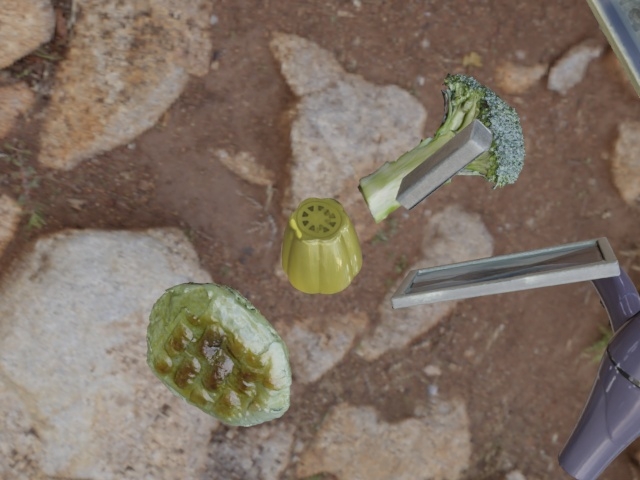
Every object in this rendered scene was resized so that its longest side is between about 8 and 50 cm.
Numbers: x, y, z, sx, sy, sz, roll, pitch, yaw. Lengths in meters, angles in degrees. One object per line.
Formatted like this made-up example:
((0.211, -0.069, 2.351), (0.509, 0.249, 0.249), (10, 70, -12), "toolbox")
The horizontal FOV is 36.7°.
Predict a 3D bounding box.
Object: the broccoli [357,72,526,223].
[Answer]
((0.256, -0.146, 1.968), (0.361, 0.252, 0.221), (-51, 170, 10), "broccoli")

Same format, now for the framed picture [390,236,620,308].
((0.176, 0.030, 0.920), (0.150, 0.203, 0.015), (-32, 111, -75), "framed picture")

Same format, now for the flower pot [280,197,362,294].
((0.000, 0.000, 2.231), (0.195, 0.195, 0.179), (-46, 155, -25), "flower pot")

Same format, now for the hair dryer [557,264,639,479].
((0.411, 0.132, 1.383), (0.121, 0.361, 0.301), (15, 125, -12), "hair dryer")

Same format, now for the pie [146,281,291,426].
((-0.175, 0.196, 1.630), (0.071, 0.307, 0.306), (-47, 135, -49), "pie")

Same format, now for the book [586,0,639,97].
((0.446, -0.277, 1.134), (0.228, 0.322, 0.018), (-23, 163, 2), "book")

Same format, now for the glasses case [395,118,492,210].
((0.223, -0.134, 1.758), (0.047, 0.205, 0.070), (40, 41, -14), "glasses case")
